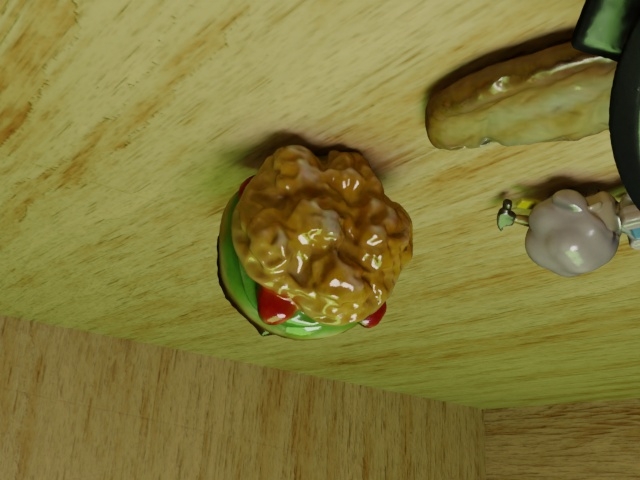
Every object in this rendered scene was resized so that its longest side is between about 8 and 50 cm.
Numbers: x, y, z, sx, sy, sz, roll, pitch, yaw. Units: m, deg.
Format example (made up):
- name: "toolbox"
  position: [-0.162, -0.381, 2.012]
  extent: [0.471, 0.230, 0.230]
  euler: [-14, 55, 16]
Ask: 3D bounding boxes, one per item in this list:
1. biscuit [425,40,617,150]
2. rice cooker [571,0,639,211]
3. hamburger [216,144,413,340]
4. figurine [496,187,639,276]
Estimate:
- name: "biscuit"
  position: [0.240, -0.134, 0.628]
  extent: [0.299, 0.045, 0.154]
  euler: [-2, 160, 16]
- name: "rice cooker"
  position: [0.278, -0.103, 0.360]
  extent: [0.281, 0.227, 0.241]
  euler: [17, 132, 6]
- name: "hamburger"
  position: [0.000, 0.000, 0.781]
  extent: [0.237, 0.237, 0.149]
  euler: [11, 154, -19]
- name: "figurine"
  position: [0.336, -0.019, 0.838]
  extent: [0.229, 0.112, 0.137]
  euler: [-18, 147, 24]
